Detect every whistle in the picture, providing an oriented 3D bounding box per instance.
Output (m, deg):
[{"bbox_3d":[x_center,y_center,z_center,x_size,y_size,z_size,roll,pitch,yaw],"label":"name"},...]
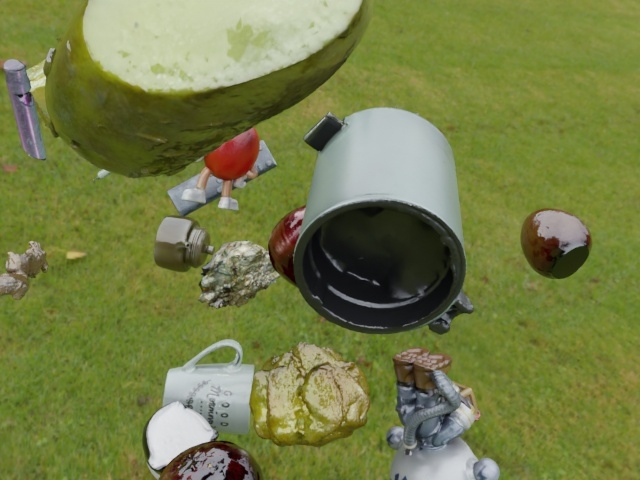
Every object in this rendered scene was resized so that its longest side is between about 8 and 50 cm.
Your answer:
[{"bbox_3d":[-0.442,-0.190,0.947,0.033,0.176,0.033,6,49,-6],"label":"whistle"}]

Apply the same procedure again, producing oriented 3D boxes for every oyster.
[{"bbox_3d":[-0.224,0.099,1.794,0.092,0.198,0.260,29,21,35],"label":"oyster"}]

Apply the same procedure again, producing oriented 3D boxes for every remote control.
[{"bbox_3d":[-0.338,-0.215,2.188,0.378,0.107,0.044,-29,9,-7],"label":"remote control"}]

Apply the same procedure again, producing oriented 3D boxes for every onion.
[{"bbox_3d":[0.000,0.000,1.573,0.273,0.273,0.285,6,37,-20],"label":"onion"}]

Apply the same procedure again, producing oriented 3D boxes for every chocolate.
[{"bbox_3d":[0.561,0.000,1.524,0.177,0.176,0.176,14,32,-9],"label":"chocolate"}]

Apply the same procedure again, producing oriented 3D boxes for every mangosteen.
[{"bbox_3d":[-0.216,0.557,1.313,0.236,0.261,0.235,-17,19,6],"label":"mangosteen"}]

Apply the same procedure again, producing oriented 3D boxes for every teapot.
[{"bbox_3d":[-0.436,0.018,2.106,0.176,0.185,0.268,13,-2,5],"label":"teapot"}]

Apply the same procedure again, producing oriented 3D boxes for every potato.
[{"bbox_3d":[-0.092,-0.145,0.479,0.176,0.298,0.141,-31,95,-59],"label":"potato"}]

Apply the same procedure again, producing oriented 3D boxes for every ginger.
[{"bbox_3d":[-0.882,0.095,1.844,0.084,0.122,0.290,-9,22,10],"label":"ginger"}]

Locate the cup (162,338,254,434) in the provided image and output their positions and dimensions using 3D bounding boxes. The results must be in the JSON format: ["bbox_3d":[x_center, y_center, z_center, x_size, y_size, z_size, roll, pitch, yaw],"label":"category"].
[{"bbox_3d":[-0.297,0.387,1.712,0.234,0.257,0.186,7,11,-6],"label":"cup"}]

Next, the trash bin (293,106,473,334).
[{"bbox_3d":[0.085,-0.035,0.887,0.277,0.217,0.262,37,32,-17],"label":"trash bin"}]

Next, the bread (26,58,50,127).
[{"bbox_3d":[-0.417,-0.296,1.152,0.257,0.124,0.185,-24,37,10],"label":"bread"}]

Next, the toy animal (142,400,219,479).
[{"bbox_3d":[-0.347,0.516,1.562,0.187,0.235,0.165,36,62,16],"label":"toy animal"}]

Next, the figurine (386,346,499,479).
[{"bbox_3d":[0.224,0.404,1.258,0.186,0.381,0.261,-10,10,-25],"label":"figurine"}]

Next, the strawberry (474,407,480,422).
[{"bbox_3d":[0.360,0.480,1.841,0.228,0.097,0.174,5,32,25],"label":"strawberry"}]

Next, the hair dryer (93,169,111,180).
[{"bbox_3d":[-0.468,-0.172,1.431,0.063,0.124,0.037,44,19,-58],"label":"hair dryer"}]

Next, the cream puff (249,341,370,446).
[{"bbox_3d":[-0.023,0.302,1.235,0.244,0.244,0.196,-8,71,-37],"label":"cream puff"}]

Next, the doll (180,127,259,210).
[{"bbox_3d":[-0.205,-0.175,1.351,0.085,0.217,0.183,29,11,40],"label":"doll"}]
